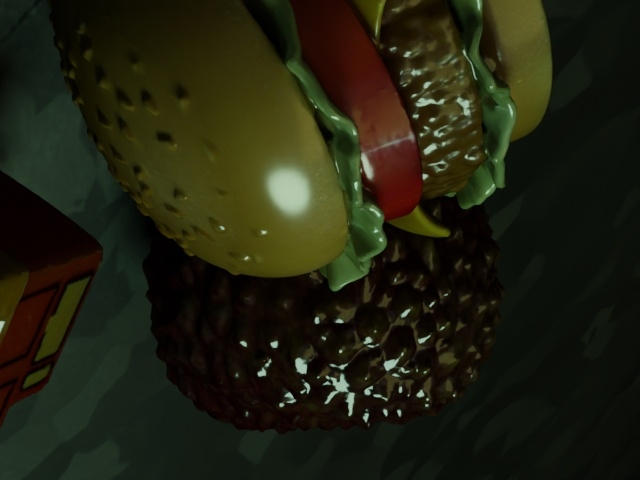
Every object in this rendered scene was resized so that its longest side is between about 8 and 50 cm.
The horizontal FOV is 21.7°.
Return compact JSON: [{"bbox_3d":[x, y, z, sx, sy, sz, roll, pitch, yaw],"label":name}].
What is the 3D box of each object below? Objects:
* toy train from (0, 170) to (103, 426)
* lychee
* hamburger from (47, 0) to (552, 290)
[{"bbox_3d":[-0.254,0.087,0.901,0.231,0.163,0.369,-22,143,-61],"label":"toy train"},{"bbox_3d":[0.000,0.000,1.134,0.271,0.271,0.271,-39,152,-25],"label":"lychee"},{"bbox_3d":[-0.028,-0.102,0.902,0.212,0.274,0.274,-32,151,-15],"label":"hamburger"}]
